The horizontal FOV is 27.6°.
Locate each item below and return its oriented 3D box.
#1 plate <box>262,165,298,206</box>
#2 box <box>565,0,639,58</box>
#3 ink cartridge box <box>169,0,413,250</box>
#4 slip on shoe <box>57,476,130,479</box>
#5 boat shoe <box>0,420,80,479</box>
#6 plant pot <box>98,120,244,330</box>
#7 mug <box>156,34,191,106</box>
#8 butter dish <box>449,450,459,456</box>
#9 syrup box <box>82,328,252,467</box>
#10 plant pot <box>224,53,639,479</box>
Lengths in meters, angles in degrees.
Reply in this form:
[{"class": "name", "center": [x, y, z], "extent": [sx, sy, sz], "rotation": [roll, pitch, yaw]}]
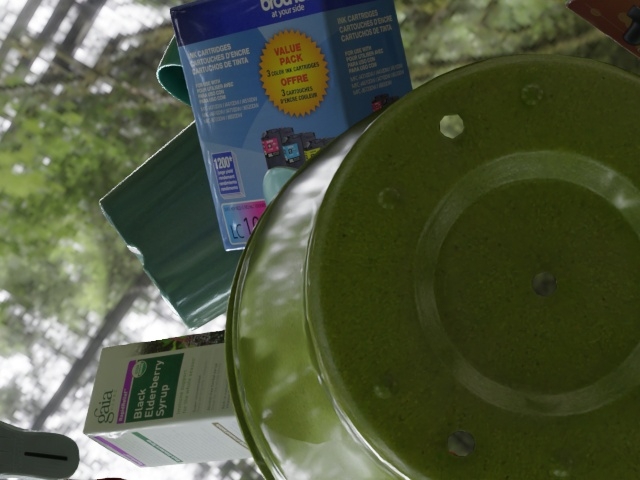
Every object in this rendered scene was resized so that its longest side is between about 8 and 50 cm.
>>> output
[{"class": "plate", "center": [0.000, 0.000, 1.410], "extent": [0.188, 0.188, 0.024], "rotation": [41, -115, 11]}, {"class": "box", "center": [0.273, -0.187, 0.873], "extent": [0.130, 0.170, 0.091], "rotation": [31, -112, -13]}, {"class": "ink cartridge box", "center": [-0.031, -0.200, 1.680], "extent": [0.151, 0.270, 0.396], "rotation": [-20, -79, -49]}, {"class": "slip on shoe", "center": [-0.298, 0.310, 1.428], "extent": [0.123, 0.101, 0.331], "rotation": [39, -171, 23]}, {"class": "boat shoe", "center": [-0.519, 0.326, 2.017], "extent": [0.302, 0.094, 0.109], "rotation": [23, -117, -39]}, {"class": "plant pot", "center": [-0.141, -0.051, 2.040], "extent": [0.341, 0.334, 0.341], "rotation": [53, 174, 8]}, {"class": "mug", "center": [-0.150, -0.257, 1.878], "extent": [0.157, 0.097, 0.129], "rotation": [4, 152, 40]}, {"class": "butter dish", "center": [0.140, 0.320, 1.662], "extent": [0.160, 0.118, 0.160], "rotation": [25, 156, 42]}, {"class": "syrup box", "center": [-0.102, 0.149, 1.234], "extent": [0.096, 0.236, 0.093], "rotation": [45, -135, -46]}, {"class": "plant pot", "center": [0.109, 0.047, 0.803], "extent": [0.366, 0.366, 0.353], "rotation": [39, 173, 6]}]
